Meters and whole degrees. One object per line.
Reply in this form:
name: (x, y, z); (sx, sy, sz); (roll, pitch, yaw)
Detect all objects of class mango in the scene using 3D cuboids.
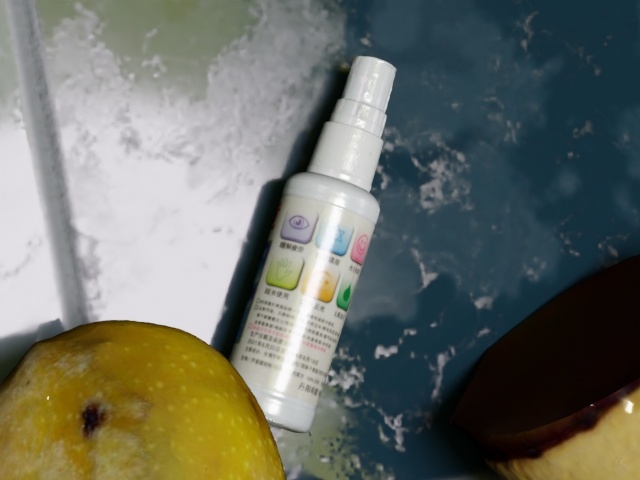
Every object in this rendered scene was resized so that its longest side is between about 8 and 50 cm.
mango: (-0.106, 0.206, 1.037); (0.176, 0.176, 0.329); (3, 90, -3)

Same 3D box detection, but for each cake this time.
cake: (0.202, 0.119, 1.130); (0.185, 0.208, 0.178); (-42, 109, -25)

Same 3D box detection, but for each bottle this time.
bottle: (0.000, 0.000, 1.134); (0.060, 0.060, 0.217); (20, 84, -15)
